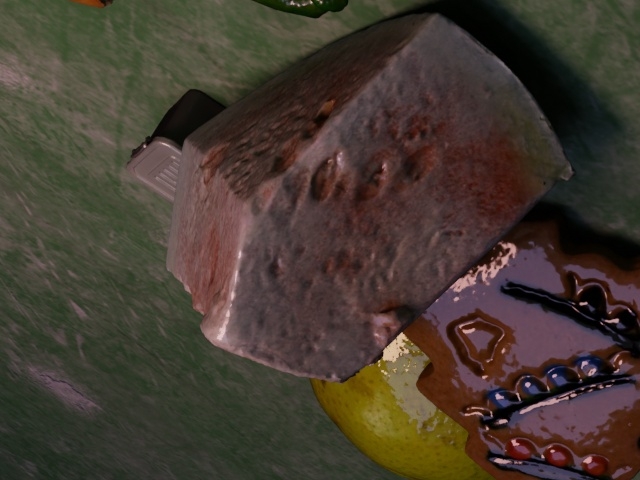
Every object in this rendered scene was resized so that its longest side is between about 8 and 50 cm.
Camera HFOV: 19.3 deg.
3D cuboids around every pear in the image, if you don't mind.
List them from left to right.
[{"bbox_3d":[0.102,0.108,1.695,0.288,0.139,0.239,15,140,18],"label":"pear"}]

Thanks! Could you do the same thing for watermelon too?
[{"bbox_3d":[0.000,0.000,1.426,0.228,0.258,0.387,47,134,-10],"label":"watermelon"}]

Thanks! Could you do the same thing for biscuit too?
[{"bbox_3d":[0.194,0.114,1.575,0.278,0.043,0.301,-5,116,22],"label":"biscuit"}]

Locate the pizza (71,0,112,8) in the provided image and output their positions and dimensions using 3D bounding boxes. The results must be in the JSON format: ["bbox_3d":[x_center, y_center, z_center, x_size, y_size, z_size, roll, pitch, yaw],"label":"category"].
[{"bbox_3d":[-0.243,-0.265,1.407,0.246,0.058,0.127,36,151,-15],"label":"pizza"}]

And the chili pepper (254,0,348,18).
[{"bbox_3d":[-0.081,-0.235,1.309,0.253,0.083,0.099,25,154,-9],"label":"chili pepper"}]

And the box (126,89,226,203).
[{"bbox_3d":[-0.095,-0.068,1.609,0.122,0.069,0.084,34,149,-15],"label":"box"}]
